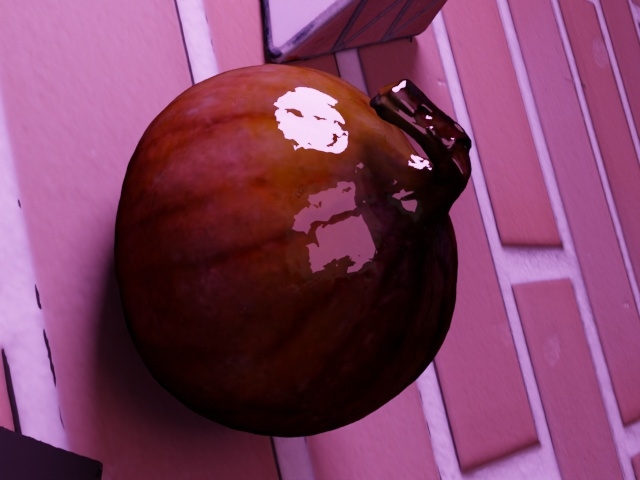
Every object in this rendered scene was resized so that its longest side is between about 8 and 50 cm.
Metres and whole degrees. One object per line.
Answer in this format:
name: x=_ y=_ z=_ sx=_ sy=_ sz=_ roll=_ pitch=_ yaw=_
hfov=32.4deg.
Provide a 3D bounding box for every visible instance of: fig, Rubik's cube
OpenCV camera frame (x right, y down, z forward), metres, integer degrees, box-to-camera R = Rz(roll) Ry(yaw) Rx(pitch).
fig: x=-0.013 y=0.009 z=0.678 sx=0.235 sy=0.214 sz=0.235 roll=4 pitch=90 yaw=-74
Rubik's cube: x=0.050 y=-0.280 z=0.977 sx=0.228 sy=0.229 sz=0.233 roll=3 pitch=111 yaw=-20

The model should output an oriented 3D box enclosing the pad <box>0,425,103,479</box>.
pad: x=-0.193 y=0.150 z=0.500 sx=0.243 sy=0.004 sz=0.163 roll=34 pitch=47 yaw=-46
